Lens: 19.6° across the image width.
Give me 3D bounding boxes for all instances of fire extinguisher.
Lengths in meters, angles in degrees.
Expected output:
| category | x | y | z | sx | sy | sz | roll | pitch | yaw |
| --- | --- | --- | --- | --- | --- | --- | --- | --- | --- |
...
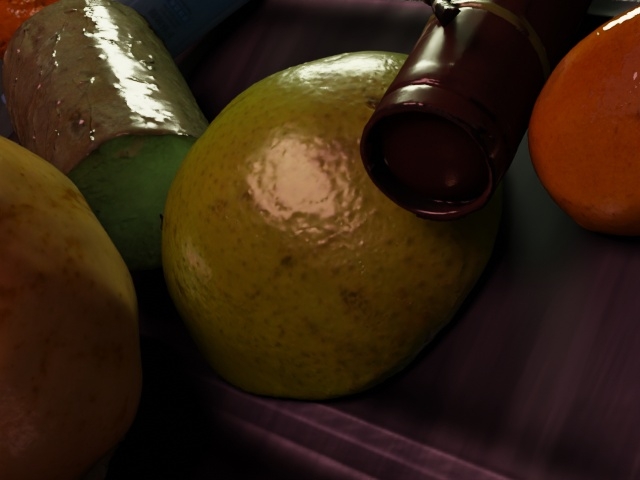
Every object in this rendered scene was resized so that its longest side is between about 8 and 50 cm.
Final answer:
| category | x | y | z | sx | sy | sz | roll | pitch | yaw |
| --- | --- | --- | --- | --- | --- | --- | --- | --- | --- |
| fire extinguisher | 0.128 | -0.166 | 1.295 | 0.105 | 0.141 | 0.341 | 15 | 46 | 15 |

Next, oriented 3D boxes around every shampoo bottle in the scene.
| category | x | y | z | sx | sy | sz | roll | pitch | yaw |
| --- | --- | --- | --- | --- | --- | --- | --- | --- | --- |
| shampoo bottle | -0.179 | -0.193 | 1.711 | 0.258 | 0.104 | 0.061 | -39 | 32 | 0 |

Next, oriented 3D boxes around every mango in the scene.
| category | x | y | z | sx | sy | sz | roll | pitch | yaw |
| --- | --- | --- | --- | --- | --- | --- | --- | --- | --- |
| mango | 0.221 | -0.084 | 1.157 | 0.217 | 0.102 | 0.141 | -17 | 50 | 42 |

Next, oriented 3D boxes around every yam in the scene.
| category | x | y | z | sx | sy | sz | roll | pitch | yaw |
| --- | --- | --- | --- | --- | --- | --- | --- | --- | --- |
| yam | -0.177 | -0.091 | 1.579 | 0.161 | 0.161 | 0.268 | -43 | 34 | 7 |

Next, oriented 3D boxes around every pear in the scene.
| category | x | y | z | sx | sy | sz | roll | pitch | yaw |
| --- | --- | --- | --- | --- | --- | --- | --- | --- | --- |
| pear | 0.000 | -0.004 | 1.318 | 0.288 | 0.139 | 0.239 | -42 | 43 | 9 |

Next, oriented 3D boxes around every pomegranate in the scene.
| category | x | y | z | sx | sy | sz | roll | pitch | yaw |
| --- | --- | --- | --- | --- | --- | --- | --- | --- | --- |
| pomegranate | -0.279 | 0.073 | 1.369 | 0.342 | 0.342 | 0.342 | -30 | 36 | 25 |

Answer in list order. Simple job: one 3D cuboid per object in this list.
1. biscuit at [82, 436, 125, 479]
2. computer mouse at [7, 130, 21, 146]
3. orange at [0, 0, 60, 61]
| category | x | y | z | sx | sy | sz | roll | pitch | yaw |
| --- | --- | --- | --- | --- | --- | --- | --- | --- | --- |
| biscuit | -0.235 | 0.168 | 1.490 | 0.220 | 0.033 | 0.220 | -27 | 39 | 24 |
| computer mouse | -0.280 | -0.055 | 1.758 | 0.120 | 0.057 | 0.232 | -1 | 55 | 49 |
| orange | -0.254 | -0.252 | 1.828 | 0.193 | 0.193 | 0.161 | -36 | -1 | 18 |
